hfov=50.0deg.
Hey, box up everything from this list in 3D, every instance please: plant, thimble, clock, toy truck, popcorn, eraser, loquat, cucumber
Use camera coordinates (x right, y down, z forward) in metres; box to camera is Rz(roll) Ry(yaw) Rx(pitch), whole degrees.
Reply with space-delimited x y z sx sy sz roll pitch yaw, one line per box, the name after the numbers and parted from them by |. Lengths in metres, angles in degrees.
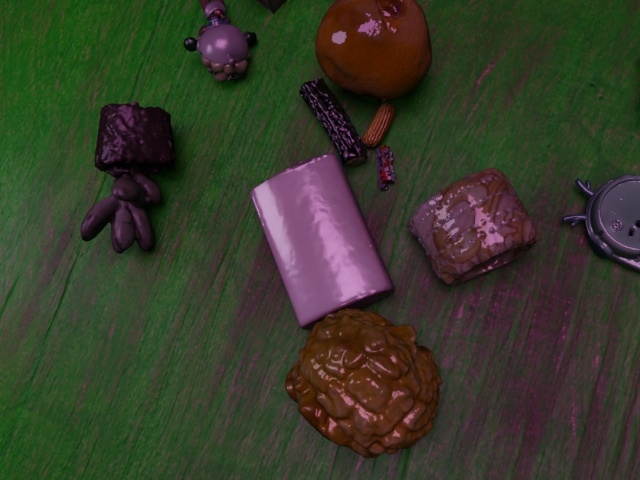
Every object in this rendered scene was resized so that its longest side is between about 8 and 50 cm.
-0.348 -0.114 1.268 0.146 0.149 0.275 9 81 -15 | plant
0.250 -0.019 1.150 0.190 0.137 0.144 -27 72 13 | thimble
0.519 -0.036 1.148 0.210 0.066 0.159 18 78 14 | clock
0.119 -0.134 1.260 0.032 0.024 0.083 -16 69 28 | toy truck
0.057 0.225 1.089 0.251 0.206 0.237 -28 85 33 | popcorn
0.000 0.000 1.204 0.174 0.095 0.270 -25 71 10 | eraser
0.101 -0.354 1.241 0.213 0.213 0.213 -2 74 8 | loquat
0.026 -0.220 1.280 0.058 0.058 0.187 -30 72 0 | cucumber

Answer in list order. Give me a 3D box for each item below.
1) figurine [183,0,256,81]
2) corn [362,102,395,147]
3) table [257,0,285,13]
-0.199 -0.403 1.354 0.147 0.093 0.197 -11 64 -17 | figurine
0.110 -0.214 1.277 0.037 0.037 0.092 24 79 14 | corn
-0.154 -0.591 1.379 0.240 0.121 0.111 42 86 16 | table
